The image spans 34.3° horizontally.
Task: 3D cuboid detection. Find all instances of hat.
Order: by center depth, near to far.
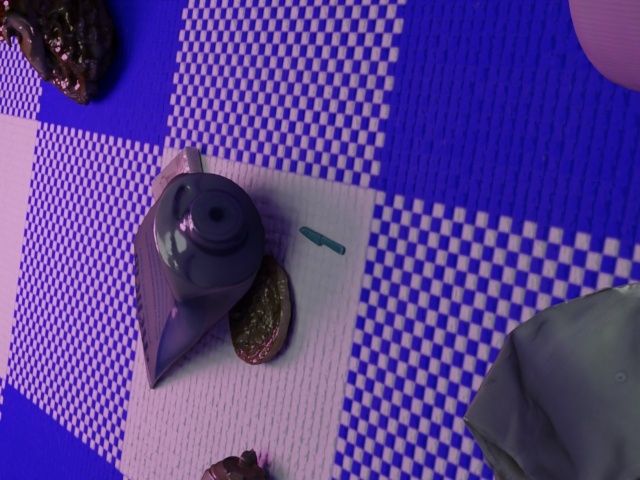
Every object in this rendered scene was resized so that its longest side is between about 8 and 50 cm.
[{"bbox_3d":[0.265,0.189,0.761,0.257,0.168,0.301,3,112,33],"label":"hat"}]

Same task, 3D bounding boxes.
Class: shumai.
[{"bbox_3d":[-0.454,-0.349,1.681,0.189,0.218,0.256,-44,53,30],"label":"shumai"}]

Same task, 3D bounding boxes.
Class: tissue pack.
[{"bbox_3d":[-0.205,-0.086,1.475,0.108,0.023,0.056,-38,57,45],"label":"tissue pack"}]

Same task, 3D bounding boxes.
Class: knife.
[{"bbox_3d":[0.000,0.000,1.212,0.091,0.005,0.014,30,108,50],"label":"knife"}]

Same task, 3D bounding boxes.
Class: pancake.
[{"bbox_3d":[-0.078,0.088,1.290,0.139,0.022,0.140,-16,71,55],"label":"pancake"}]

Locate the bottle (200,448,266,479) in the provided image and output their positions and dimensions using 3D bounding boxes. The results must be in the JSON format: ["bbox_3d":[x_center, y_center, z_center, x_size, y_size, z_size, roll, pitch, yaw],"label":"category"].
[{"bbox_3d":[-0.113,0.329,1.257,0.099,0.099,0.152,38,113,48],"label":"bottle"}]

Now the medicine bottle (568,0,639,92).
[{"bbox_3d":[0.333,-0.168,0.632,0.316,0.202,0.202,22,104,51],"label":"medicine bottle"}]

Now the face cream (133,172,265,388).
[{"bbox_3d":[-0.187,0.039,1.372,0.420,0.137,0.235,137,126,-61],"label":"face cream"}]
